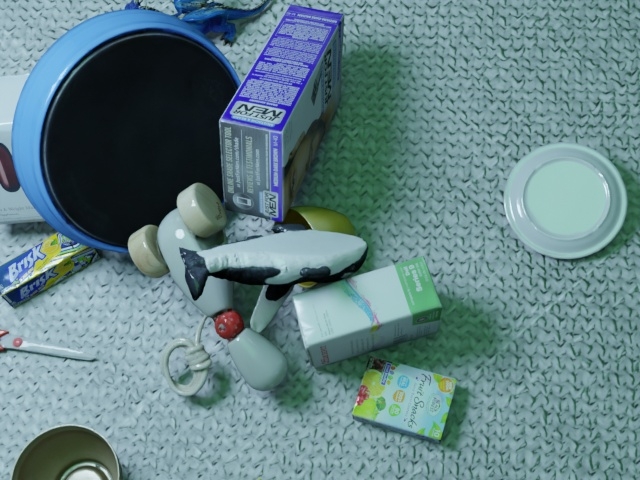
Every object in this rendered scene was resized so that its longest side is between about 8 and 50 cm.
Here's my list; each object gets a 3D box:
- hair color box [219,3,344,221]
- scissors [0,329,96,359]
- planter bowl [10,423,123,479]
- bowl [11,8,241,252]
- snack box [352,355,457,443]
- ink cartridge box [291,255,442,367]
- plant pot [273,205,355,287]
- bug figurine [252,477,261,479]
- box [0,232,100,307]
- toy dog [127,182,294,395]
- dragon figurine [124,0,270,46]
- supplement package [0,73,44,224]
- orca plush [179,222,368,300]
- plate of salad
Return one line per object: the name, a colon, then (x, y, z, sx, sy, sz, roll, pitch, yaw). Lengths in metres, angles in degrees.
hair color box: (-0.055, -0.212, 1.633, 0.110, 0.185, 0.338, 14, 46, 12)
scissors: (-0.513, 0.157, 1.664, 0.297, 0.021, 0.108, -5, 65, 4)
planter bowl: (-0.368, 0.367, 1.514, 0.162, 0.109, 0.162, -2, 66, 4)
bowl: (-0.283, -0.161, 1.590, 0.391, 0.391, 0.077, -44, 39, -13)
snack box: (0.130, 0.245, 1.563, 0.141, 0.037, 0.100, 15, 70, 11)
ink cartridge box: (0.070, 0.114, 1.559, 0.213, 0.154, 0.093, -18, 71, -3)
plant pot: (0.000, 0.000, 1.642, 0.095, 0.134, 0.134, -18, 64, -32)
bug figurine: (-0.111, 0.480, 1.465, 0.279, 0.072, 0.216, -42, 70, -12)
box: (-0.460, 0.041, 1.688, 0.169, 0.059, 0.054, -31, 66, -9)
toy dog: (-0.156, 0.068, 1.591, 0.220, 0.161, 0.333, -10, 100, 24)
dragon figurine: (-0.213, -0.410, 1.814, 0.289, 0.144, 0.085, -21, 67, -4)
supplement package: (-0.471, -0.152, 1.672, 0.194, 0.203, 0.149, -5, 40, 3)
orca plush: (-0.066, 0.057, 1.488, 0.287, 0.102, 0.151, -15, 35, -37)
plate of salad: (0.403, -0.065, 1.668, 0.200, 0.048, 0.199, -2, 77, 7)
